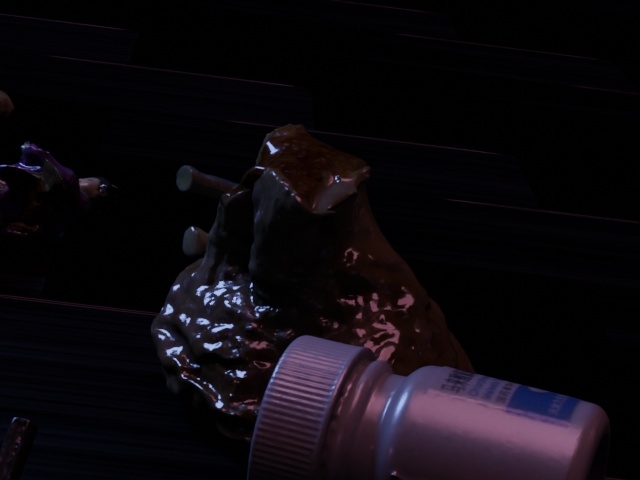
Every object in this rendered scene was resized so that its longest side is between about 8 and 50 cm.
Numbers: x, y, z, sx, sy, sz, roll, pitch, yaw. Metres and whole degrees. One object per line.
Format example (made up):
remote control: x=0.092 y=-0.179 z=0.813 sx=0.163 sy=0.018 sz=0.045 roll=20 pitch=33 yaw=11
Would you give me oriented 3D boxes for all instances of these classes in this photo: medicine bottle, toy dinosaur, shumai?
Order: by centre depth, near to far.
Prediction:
medicine bottle: x=0.057 y=0.115 z=0.991 sx=0.168 sy=0.105 sz=0.105 roll=12 pitch=17 yaw=15
shumai: x=0.002 y=0.027 z=1.138 sx=0.206 sy=0.175 sz=0.166 roll=20 pitch=20 yaw=27
toy dinosaur: x=0.000 y=0.000 z=1.430 sx=0.188 sy=0.075 sz=0.247 roll=5 pitch=9 yaw=-36

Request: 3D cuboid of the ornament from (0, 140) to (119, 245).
ornament: x=-0.218 y=-0.039 z=1.406 sx=0.088 sy=0.081 sz=0.203 roll=-20 pitch=-5 yaw=27

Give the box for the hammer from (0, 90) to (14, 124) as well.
hammer: x=-0.327 y=-0.094 z=1.540 sx=0.202 sy=0.113 sz=0.305 roll=14 pitch=12 yaw=11

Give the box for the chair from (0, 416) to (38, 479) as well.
chair: x=-0.223 y=0.145 z=0.729 sx=0.154 sy=0.141 sz=0.260 roll=11 pitch=61 yaw=13
